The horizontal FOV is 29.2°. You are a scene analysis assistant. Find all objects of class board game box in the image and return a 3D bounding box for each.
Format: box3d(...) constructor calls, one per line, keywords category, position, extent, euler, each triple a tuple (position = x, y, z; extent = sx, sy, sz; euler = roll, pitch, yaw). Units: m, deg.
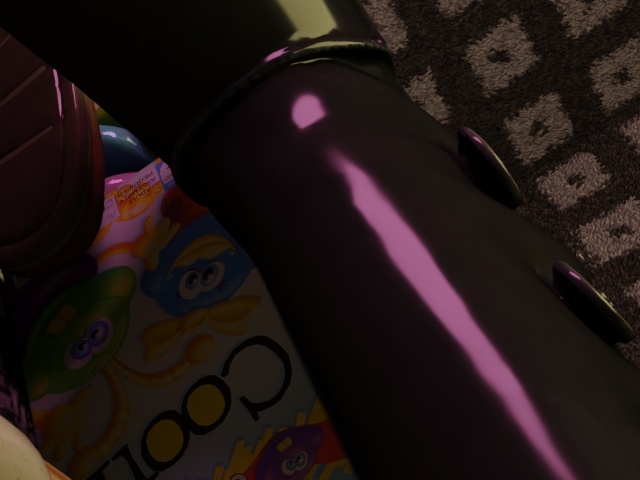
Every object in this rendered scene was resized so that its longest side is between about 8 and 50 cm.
box3d(category="board game box", position=(-0.051, 0.099, 0.636), extent=(0.144, 0.142, 0.275), euler=(52, 6, -41))

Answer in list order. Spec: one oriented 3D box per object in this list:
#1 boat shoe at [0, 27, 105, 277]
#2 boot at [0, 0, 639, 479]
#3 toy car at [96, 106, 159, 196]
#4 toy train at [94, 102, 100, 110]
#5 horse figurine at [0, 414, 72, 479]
box3d(category="boat shoe", position=(-0.184, -0.087, 0.729), extent=(0.307, 0.110, 0.104), euler=(60, 5, 37))
box3d(category="boot", position=(0.001, 0.001, 0.447), extent=(0.367, 0.146, 0.445), euler=(31, 25, -48))
box3d(category="toy car", position=(-0.127, -0.017, 0.876), extent=(0.136, 0.159, 0.182), euler=(-23, 78, -50))
box3d(category="toy train", position=(-0.238, -0.154, 1.127), extent=(0.166, 0.046, 0.125), euler=(55, 4, -26))
box3d(category="horse figurine", position=(-0.088, 0.087, 0.311), extent=(0.174, 0.066, 0.263), euler=(43, -7, 17))
